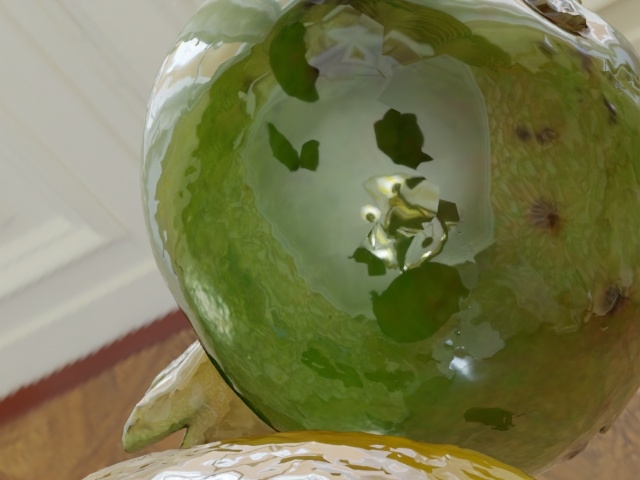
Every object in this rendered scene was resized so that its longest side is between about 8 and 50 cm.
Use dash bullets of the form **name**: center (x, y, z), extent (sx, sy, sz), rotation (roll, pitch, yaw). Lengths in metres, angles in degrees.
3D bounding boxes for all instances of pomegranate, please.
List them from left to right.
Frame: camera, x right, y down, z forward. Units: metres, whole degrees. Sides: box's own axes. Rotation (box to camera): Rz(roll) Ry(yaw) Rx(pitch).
- **pomegranate**: center (0.000, 0.000, 0.812), extent (0.358, 0.216, 0.310), rotation (-47, 48, 23)

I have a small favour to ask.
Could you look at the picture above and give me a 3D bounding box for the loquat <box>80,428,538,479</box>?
- **loquat**: center (-0.019, 0.145, 0.395), extent (0.238, 0.193, 0.238), rotation (-17, 25, 8)
